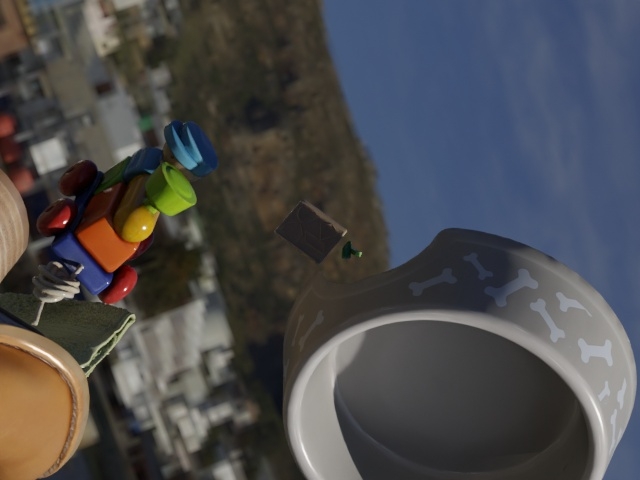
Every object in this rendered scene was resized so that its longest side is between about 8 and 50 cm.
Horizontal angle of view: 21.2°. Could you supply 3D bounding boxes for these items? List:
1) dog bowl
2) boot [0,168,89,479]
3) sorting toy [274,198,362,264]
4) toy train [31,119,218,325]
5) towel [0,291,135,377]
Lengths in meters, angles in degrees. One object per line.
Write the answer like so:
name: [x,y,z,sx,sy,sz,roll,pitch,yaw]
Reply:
dog bowl: [0.122,0.157,1.630,0.102,0.349,0.348,-71,151,-53]
boot: [-0.217,0.106,0.831,0.109,0.220,0.283,30,-29,11]
sorting toy: [0.000,0.000,1.740,0.083,0.062,0.012,36,-39,5]
toy train: [-0.173,-0.015,1.535,0.105,0.143,0.248,50,21,-17]
towel: [-0.247,0.083,1.498,0.110,0.148,0.027,-55,145,-53]
